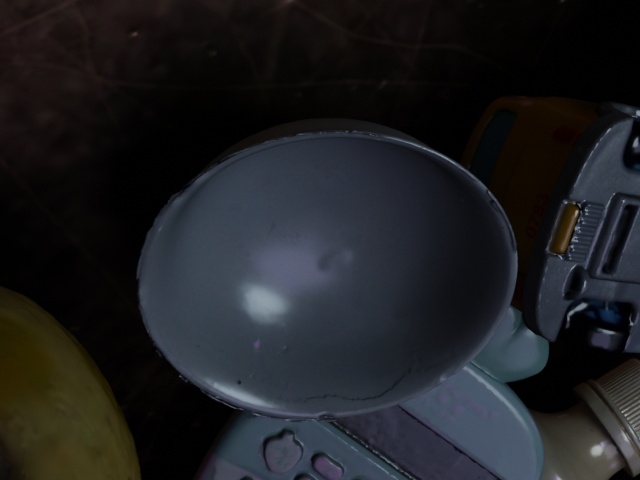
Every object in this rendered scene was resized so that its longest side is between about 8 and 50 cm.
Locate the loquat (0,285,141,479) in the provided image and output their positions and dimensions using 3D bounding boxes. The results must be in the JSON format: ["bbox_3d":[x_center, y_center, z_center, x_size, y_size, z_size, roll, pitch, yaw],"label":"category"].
[{"bbox_3d":[-0.194,0.130,0.548,0.244,0.244,0.243,-15,133,-17],"label":"loquat"}]

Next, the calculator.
[{"bbox_3d":[0.029,0.147,0.739,0.185,0.041,0.299,35,98,-9],"label":"calculator"}]

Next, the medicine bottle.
[{"bbox_3d":[0.135,0.176,0.831,0.252,0.114,0.114,-33,135,0],"label":"medicine bottle"}]

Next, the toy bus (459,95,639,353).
[{"bbox_3d":[0.174,-0.014,0.670,0.210,0.136,0.126,7,107,-33],"label":"toy bus"}]

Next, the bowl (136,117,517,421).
[{"bbox_3d":[0.000,0.000,0.615,0.189,0.086,0.189,-3,128,-3],"label":"bowl"}]
